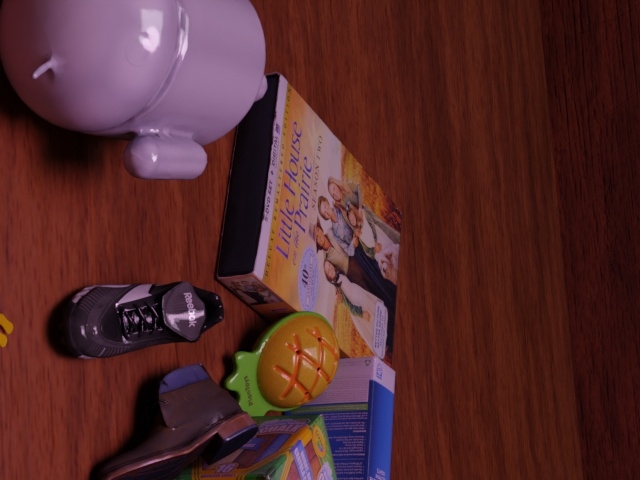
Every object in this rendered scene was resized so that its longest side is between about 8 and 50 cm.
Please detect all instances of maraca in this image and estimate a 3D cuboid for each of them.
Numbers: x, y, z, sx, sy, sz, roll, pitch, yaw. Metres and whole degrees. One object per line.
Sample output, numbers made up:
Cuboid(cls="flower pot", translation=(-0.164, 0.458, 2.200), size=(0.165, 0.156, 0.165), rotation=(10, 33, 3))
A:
Cuboid(cls="maraca", translation=(-0.048, 0.163, 1.663), size=(0.186, 0.099, 0.127), rotation=(-28, 114, -36))

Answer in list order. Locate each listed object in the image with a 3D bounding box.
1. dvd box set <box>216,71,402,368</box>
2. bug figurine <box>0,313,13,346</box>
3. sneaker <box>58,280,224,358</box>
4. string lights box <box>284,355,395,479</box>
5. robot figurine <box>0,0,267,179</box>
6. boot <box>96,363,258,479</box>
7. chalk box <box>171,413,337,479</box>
Cuboid(cls="dvd box set", translation=(0.000, 0.000, 1.836), size=(0.420, 0.062, 0.307), rotation=(45, 44, -51))
Cuboid(cls="bug figurine", translation=(-0.374, 0.032, 1.062), size=(0.279, 0.072, 0.216), rotation=(64, 37, -41))
Cuboid(cls="sneaker", translation=(-0.182, 0.079, 1.396), size=(0.234, 0.106, 0.078), rotation=(-4, 86, -64))
Cuboid(cls="string lights box", translation=(0.019, 0.290, 1.715), size=(0.077, 0.133, 0.259), rotation=(41, 48, -55))
Cuboid(cls="robot figurine", translation=(-0.191, -0.202, 1.345), size=(0.353, 0.200, 0.299), rotation=(6, 62, -63))
Cuboid(cls="boot", translation=(-0.179, 0.209, 1.435), size=(0.219, 0.082, 0.106), rotation=(-14, 60, -47))
Cuboid(cls="chalk box", translation=(-0.061, 0.291, 1.552), size=(0.213, 0.132, 0.132), rotation=(-41, 121, -60))
